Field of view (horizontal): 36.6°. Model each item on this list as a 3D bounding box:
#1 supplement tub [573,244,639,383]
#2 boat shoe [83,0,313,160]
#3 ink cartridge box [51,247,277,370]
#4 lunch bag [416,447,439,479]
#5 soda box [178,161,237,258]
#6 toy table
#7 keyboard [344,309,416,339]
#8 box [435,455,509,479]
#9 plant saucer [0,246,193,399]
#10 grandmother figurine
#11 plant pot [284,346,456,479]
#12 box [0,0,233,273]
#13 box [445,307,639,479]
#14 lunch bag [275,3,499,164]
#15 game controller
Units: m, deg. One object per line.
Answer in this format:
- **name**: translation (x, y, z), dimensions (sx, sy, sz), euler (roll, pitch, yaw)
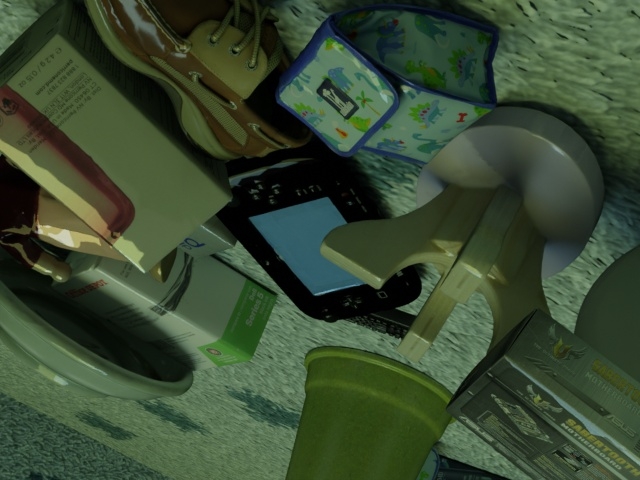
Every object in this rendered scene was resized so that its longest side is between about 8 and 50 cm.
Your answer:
- **supplement tub**: translation (0.393, 0.158, 0.959), dimensions (0.228, 0.228, 0.316), euler (6, 150, 32)
- **boat shoe**: translation (-0.090, -0.179, 0.844), dimensions (0.120, 0.122, 0.324), euler (6, 158, 22)
- **ink cartridge box**: translation (-0.236, 0.079, 1.455), dimensions (0.273, 0.114, 0.198), euler (35, 152, -23)
- **lunch bag**: translation (0.099, 0.418, 1.781), dimensions (0.219, 0.176, 0.090), euler (27, 158, -4)
- **soda box**: translation (-0.216, -0.092, 1.129), dimensions (0.286, 0.091, 0.098), euler (35, 152, -25)
- **toy table**: translation (0.145, 0.011, 0.926), dimensions (0.252, 0.161, 0.274), euler (26, 154, 17)
- **keyboard**: translation (0.045, 0.096, 1.367), dimensions (0.180, 0.023, 0.108), euler (18, 154, 8)
- **box**: translation (0.226, 0.594, 1.882), dimensions (0.396, 0.293, 0.212), euler (17, 154, 11)
- **plant saucer**: translation (-0.388, 0.143, 1.508), dimensions (0.400, 0.100, 0.400), euler (36, -177, -3)
- **grandmother figurine**: translation (-0.359, -0.044, 1.254), dimensions (0.343, 0.207, 0.104), euler (8, -171, 6)
- **plant pot**: translation (0.059, 0.349, 1.583), dimensions (0.276, 0.253, 0.276), euler (19, 155, 9)
- **box**: translation (-0.215, -0.105, 0.966), dimensions (0.232, 0.127, 0.148), euler (45, -169, -27)
- **box**: translation (0.233, 0.174, 0.824), dimensions (0.231, 0.056, 0.183), euler (37, 155, 9)
- **lunch bag**: translation (0.052, -0.130, 0.797), dimensions (0.151, 0.096, 0.129), euler (13, 157, -18)
- **game controller**: translation (0.000, 0.000, 1.137), dimensions (0.167, 0.067, 0.319), euler (-7, 145, 26)
